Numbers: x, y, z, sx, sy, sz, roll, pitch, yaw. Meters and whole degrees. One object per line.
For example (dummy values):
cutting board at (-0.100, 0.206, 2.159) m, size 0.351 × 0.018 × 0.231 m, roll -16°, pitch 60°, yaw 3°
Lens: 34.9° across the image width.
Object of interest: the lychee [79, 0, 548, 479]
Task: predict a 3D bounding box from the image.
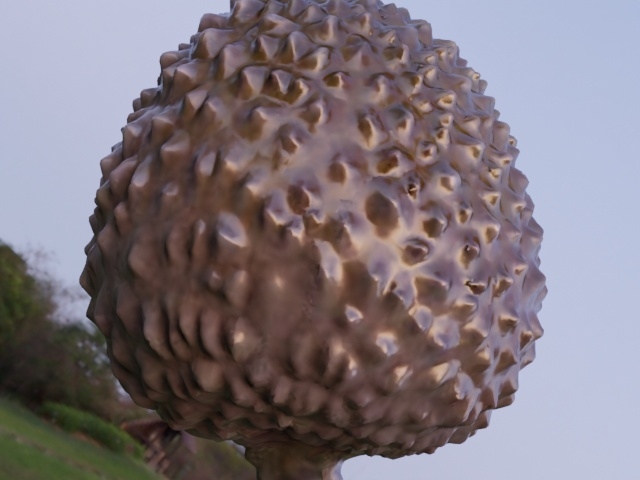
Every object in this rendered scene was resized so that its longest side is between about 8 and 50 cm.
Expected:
lychee at (0.000, 0.000, 0.845) m, size 0.380 × 0.433 × 0.380 m, roll 5°, pitch -3°, yaw 0°
